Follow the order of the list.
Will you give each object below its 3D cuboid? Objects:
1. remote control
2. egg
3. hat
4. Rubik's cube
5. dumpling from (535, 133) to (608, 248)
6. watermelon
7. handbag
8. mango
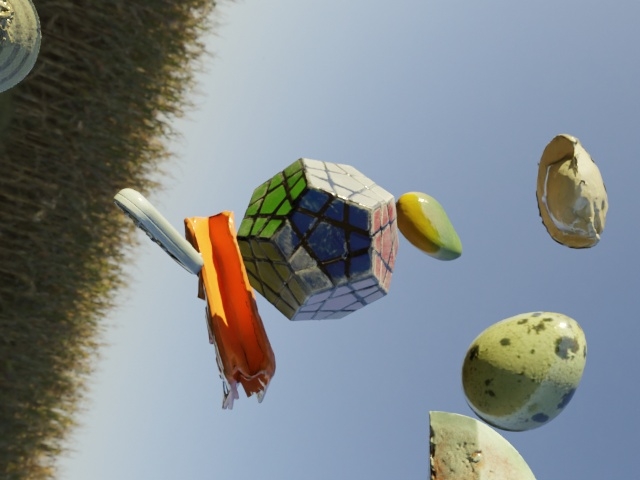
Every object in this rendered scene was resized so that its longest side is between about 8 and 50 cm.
[{"bbox_3d":[-0.296,-0.014,1.242,0.087,0.244,0.047,25,-109,36],"label":"remote control"},{"bbox_3d":[0.335,0.210,1.092,0.228,0.177,0.177,-46,-152,22],"label":"egg"},{"bbox_3d":[-0.628,-0.372,1.164,0.252,0.252,0.110,-67,-156,12],"label":"hat"},{"bbox_3d":[0.000,0.000,1.267,0.264,0.319,0.319,-171,-80,-85],"label":"Rubik's cube"},{"bbox_3d":[0.526,-0.101,1.427,0.172,0.142,0.247,-12,-95,61],"label":"dumpling"},{"bbox_3d":[0.306,0.512,1.322,0.214,0.290,0.319,-33,142,-49],"label":"watermelon"},{"bbox_3d":[-0.214,0.161,1.535,0.303,0.116,0.410,110,-34,-63],"label":"handbag"},{"bbox_3d":[0.320,-0.037,1.997,0.251,0.156,0.114,57,-37,12],"label":"mango"}]
